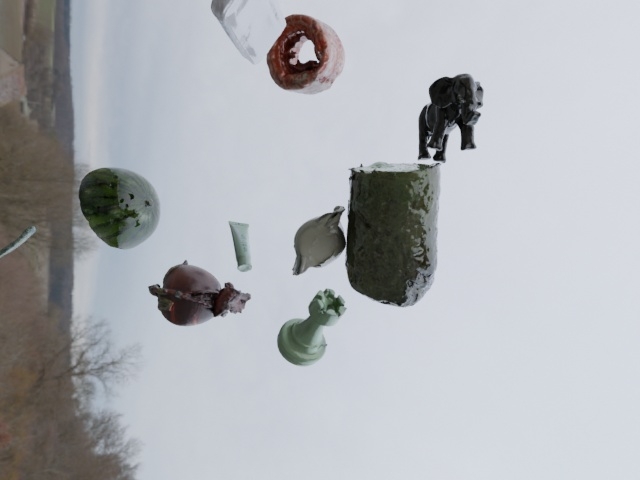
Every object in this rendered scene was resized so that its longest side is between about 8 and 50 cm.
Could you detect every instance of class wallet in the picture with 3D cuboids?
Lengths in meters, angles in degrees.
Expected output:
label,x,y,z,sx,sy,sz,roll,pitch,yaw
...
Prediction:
label,x,y,z,sx,sy,sz,roll,pitch,yaw
wallet,-0.095,-0.314,0.650,0.095,0.033,0.190,-53,177,2

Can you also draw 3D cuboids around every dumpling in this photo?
label,x,y,z,sx,sy,sz,roll,pitch,yaw
dumpling,0.000,0.000,1.026,0.187,0.108,0.127,-56,180,13

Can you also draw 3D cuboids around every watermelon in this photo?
label,x,y,z,sx,sy,sz,roll,pitch,yaw
watermelon,-0.723,-0.148,1.760,0.331,0.190,0.330,-19,90,-79

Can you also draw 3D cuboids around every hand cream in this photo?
label,x,y,z,sx,sy,sz,roll,pitch,yaw
hand cream,-0.274,0.014,1.612,0.049,0.078,0.204,-56,-143,42

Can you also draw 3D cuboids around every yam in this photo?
label,x,y,z,sx,sy,sz,roll,pitch,yaw
yam,0.150,-0.019,0.981,0.195,0.195,0.299,12,-77,62

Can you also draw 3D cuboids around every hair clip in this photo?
label,x,y,z,sx,sy,sz,roll,pitch,yaw
hair clip,-0.749,0.031,1.053,0.066,0.229,0.036,-124,-171,-71

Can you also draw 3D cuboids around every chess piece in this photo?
label,x,y,z,sx,sy,sz,roll,pitch,yaw
chess piece,-0.024,0.310,1.698,0.299,0.195,0.194,-58,-139,38

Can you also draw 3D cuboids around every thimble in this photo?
label,x,y,z,sx,sy,sz,roll,pitch,yaw
thimble,-0.050,-0.590,1.492,0.240,0.162,0.238,4,-81,25

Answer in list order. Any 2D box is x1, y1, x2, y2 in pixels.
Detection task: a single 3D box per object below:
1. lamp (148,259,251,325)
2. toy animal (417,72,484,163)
label,x,y,z,sx,sy,sz,roll,pitch,yaw
lamp,-0.305,0.147,1.155,0.150,0.223,0.215,-62,-179,-3
toy animal,0.263,-0.255,0.973,0.245,0.115,0.146,176,-78,-69
